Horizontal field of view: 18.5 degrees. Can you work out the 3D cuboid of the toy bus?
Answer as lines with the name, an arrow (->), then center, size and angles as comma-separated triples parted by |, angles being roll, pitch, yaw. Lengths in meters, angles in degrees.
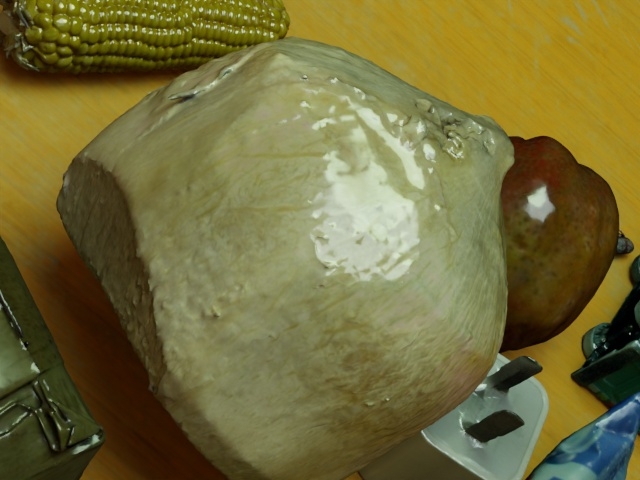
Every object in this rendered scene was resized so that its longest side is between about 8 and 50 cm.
toy bus -> 0.395, 0.080, 2.096 | 0.147, 0.128, 0.256 | 44, 56, -7

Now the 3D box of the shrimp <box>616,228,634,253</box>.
shrimp -> 0.304, -0.001, 2.138 | 0.092, 0.038, 0.029 | -7, 29, -31

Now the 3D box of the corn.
corn -> -0.170, -0.218, 1.937 | 0.305, 0.106, 0.106 | -4, 69, -31

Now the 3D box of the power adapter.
power adapter -> 0.141, 0.171, 1.864 | 0.125, 0.205, 0.130 | 34, 57, -11

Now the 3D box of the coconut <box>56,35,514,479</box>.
coconut -> 0.000, 0.000, 1.716 | 0.404, 0.404, 0.404 | 12, 62, -24

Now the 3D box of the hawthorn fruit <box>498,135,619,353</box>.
hawthorn fruit -> 0.181, 0.017, 1.980 | 0.208, 0.208, 0.248 | 28, 73, -15

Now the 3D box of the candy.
candy -> 0.216, 0.264, 1.878 | 0.077, 0.187, 0.331 | 42, 55, 10

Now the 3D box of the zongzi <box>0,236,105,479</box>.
zongzi -> -0.469, 0.061, 1.570 | 0.467, 0.218, 0.500 | -20, 78, -34
